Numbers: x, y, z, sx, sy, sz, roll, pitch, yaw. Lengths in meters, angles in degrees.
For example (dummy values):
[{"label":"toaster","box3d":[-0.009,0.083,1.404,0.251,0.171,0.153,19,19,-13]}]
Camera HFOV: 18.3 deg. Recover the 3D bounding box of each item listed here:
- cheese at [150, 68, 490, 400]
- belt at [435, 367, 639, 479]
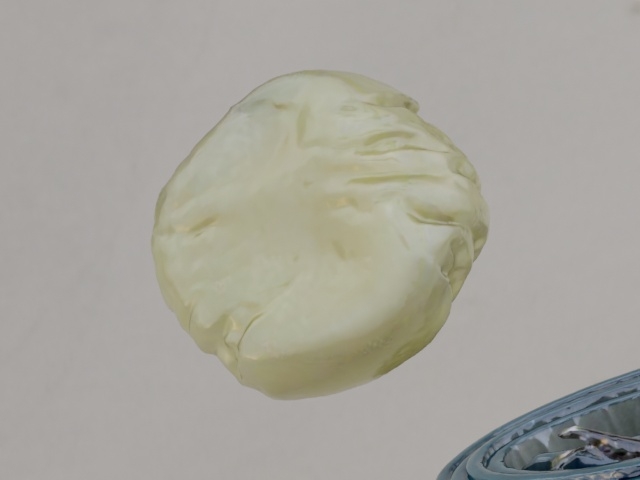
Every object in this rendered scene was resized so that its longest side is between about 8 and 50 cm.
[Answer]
[{"label":"cheese","box3d":[0.000,0.000,1.355,0.226,0.117,0.214,-42,57,8]},{"label":"belt","box3d":[0.308,0.193,1.561,0.437,0.173,0.300,-13,14,24]}]
